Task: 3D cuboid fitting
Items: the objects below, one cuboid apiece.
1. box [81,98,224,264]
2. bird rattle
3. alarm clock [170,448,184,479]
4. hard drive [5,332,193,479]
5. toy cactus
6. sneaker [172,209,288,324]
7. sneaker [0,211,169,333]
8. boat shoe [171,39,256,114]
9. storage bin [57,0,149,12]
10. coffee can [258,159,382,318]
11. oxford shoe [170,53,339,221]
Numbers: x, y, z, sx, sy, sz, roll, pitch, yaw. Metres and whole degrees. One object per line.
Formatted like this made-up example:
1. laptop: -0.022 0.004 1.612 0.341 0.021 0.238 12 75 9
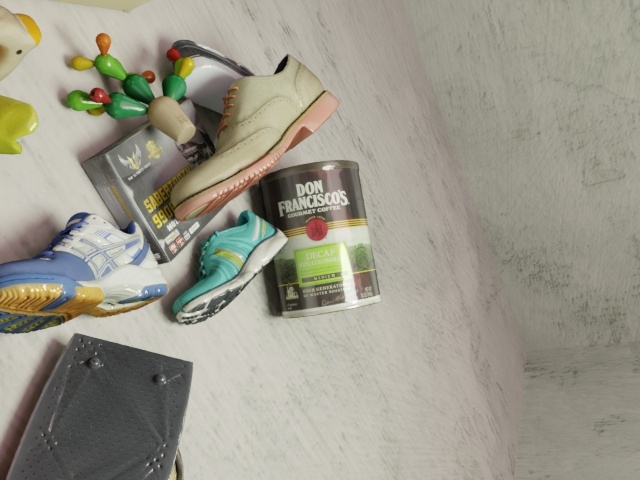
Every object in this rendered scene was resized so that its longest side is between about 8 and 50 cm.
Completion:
1. box: -0.239 -0.097 0.945 0.183 0.056 0.231 65 32 -22
2. bird rattle: -0.392 -0.168 0.580 0.143 0.206 0.253 59 20 4
3. alarm clock: -0.243 0.332 0.772 0.129 0.064 0.192 29 52 -53
4. hard drive: -0.258 0.249 0.702 0.171 0.054 0.255 17 54 -11
5. toy cactus: -0.250 -0.221 0.880 0.180 0.112 0.219 43 37 12
6. sneaker: -0.165 0.042 1.008 0.110 0.107 0.275 43 40 -2
7. sneaker: -0.308 0.031 0.732 0.131 0.111 0.296 68 12 7
8. boat shoe: -0.160 -0.278 1.113 0.301 0.108 0.102 16 41 -55
9. storage bin: -0.350 -0.469 0.823 0.262 0.123 0.261 -28 104 -59
10. coffee can: 0.000 0.000 1.176 0.201 0.201 0.276 -4 83 -60
11. oxford shoe: -0.127 -0.175 0.980 0.147 0.140 0.397 51 47 -11
